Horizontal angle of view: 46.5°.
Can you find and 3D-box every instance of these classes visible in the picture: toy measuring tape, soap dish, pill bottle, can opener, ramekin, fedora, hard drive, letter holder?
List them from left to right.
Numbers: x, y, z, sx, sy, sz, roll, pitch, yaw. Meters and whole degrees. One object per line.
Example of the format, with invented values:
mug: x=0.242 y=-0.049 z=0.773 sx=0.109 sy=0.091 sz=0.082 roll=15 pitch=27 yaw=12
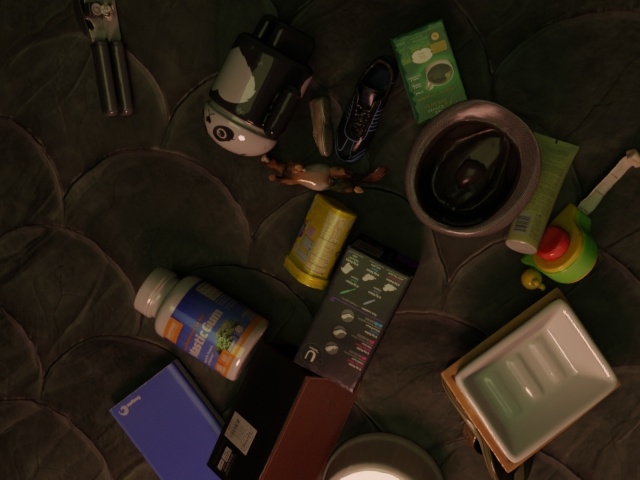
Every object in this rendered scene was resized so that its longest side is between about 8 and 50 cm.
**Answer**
can opener: x=-0.468 y=-0.409 z=1.626 sx=0.093 sy=0.074 sz=0.280 roll=-6 pitch=96 yaw=49
hard drive: x=-0.316 y=0.460 z=1.723 sx=0.210 sy=0.040 sz=0.318 roll=-38 pitch=89 yaw=16
pill bottle: x=-0.260 y=0.171 z=1.610 sx=0.272 sy=0.152 sz=0.152 roll=30 pitch=104 yaw=7
letter holder: x=-0.070 y=0.391 z=1.608 sx=0.152 sy=0.214 sz=0.301 roll=29 pitch=98 yaw=40
ramekin: x=0.125 y=0.564 z=1.586 sx=0.278 sy=0.135 sz=0.277 roll=2 pitch=99 yaw=13
fedora: x=0.296 y=-0.140 z=1.447 sx=0.244 sy=0.124 sz=0.275 roll=33 pitch=113 yaw=9
soap dish: x=0.401 y=0.266 z=1.442 sx=0.291 sy=0.118 sz=0.228 roll=-34 pitch=90 yaw=-10
toy measuring tape: x=0.510 y=-0.022 z=1.414 sx=0.121 sy=0.121 sz=0.330 roll=42 pitch=105 yaw=4

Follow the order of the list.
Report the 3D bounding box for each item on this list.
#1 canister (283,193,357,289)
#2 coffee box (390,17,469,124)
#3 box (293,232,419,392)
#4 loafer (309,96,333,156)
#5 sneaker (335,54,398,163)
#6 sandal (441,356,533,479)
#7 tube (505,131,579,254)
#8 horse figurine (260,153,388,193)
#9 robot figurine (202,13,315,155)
canister: x=0.000 y=0.000 z=1.541 sx=0.073 sy=0.126 sz=0.169 roll=18 pitch=103 yaw=-31
coffee box: x=0.219 y=-0.332 z=1.481 sx=0.113 sy=0.040 sz=0.184 roll=-19 pitch=93 yaw=16
box: x=0.075 y=0.143 z=1.519 sx=0.143 sy=0.165 sz=0.270 roll=27 pitch=103 yaw=8
loafer: x=0.000 y=-0.235 z=1.550 sx=0.039 sy=0.045 sz=0.125 roll=-3 pitch=91 yaw=31
sneaker: x=0.086 y=-0.263 z=1.496 sx=0.082 sy=0.090 sz=0.232 roll=24 pitch=103 yaw=9
sandal: x=0.340 y=0.376 z=1.536 sx=0.120 sy=0.086 sz=0.302 roll=-27 pitch=88 yaw=-28
tube: x=0.422 y=-0.092 z=1.433 sx=0.070 sy=0.062 sz=0.240 roll=30 pitch=73 yaw=-31
horse figurine: x=0.001 y=-0.133 z=1.515 sx=0.264 sy=0.174 sz=0.066 roll=6 pitch=96 yaw=-1
robot figurine: x=-0.125 y=-0.306 z=1.495 sx=0.174 sy=0.209 sz=0.278 roll=28 pitch=103 yaw=-5
